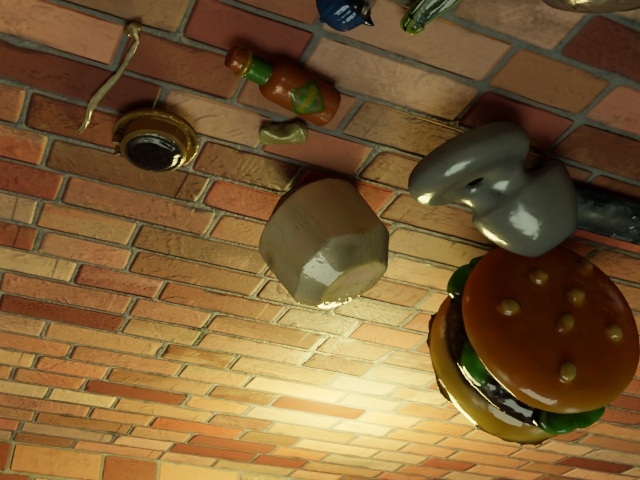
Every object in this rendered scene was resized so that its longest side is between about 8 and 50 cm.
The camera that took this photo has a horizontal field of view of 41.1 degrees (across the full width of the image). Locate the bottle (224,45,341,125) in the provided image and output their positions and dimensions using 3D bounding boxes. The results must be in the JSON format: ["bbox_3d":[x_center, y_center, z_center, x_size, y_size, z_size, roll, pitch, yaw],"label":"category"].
[{"bbox_3d":[-0.059,-0.237,1.287,0.187,0.069,0.069,22,141,-30],"label":"bottle"}]

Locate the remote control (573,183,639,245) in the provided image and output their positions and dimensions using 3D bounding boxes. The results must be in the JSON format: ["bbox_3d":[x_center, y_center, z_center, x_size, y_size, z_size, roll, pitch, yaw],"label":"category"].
[{"bbox_3d":[0.607,-0.032,1.642,0.378,0.044,0.107,13,149,-20],"label":"remote control"}]

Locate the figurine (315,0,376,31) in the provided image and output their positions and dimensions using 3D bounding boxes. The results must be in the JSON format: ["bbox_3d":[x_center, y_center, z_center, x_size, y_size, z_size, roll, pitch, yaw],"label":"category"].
[{"bbox_3d":[0.058,-0.337,1.127,0.086,0.087,0.149,47,135,-1],"label":"figurine"}]

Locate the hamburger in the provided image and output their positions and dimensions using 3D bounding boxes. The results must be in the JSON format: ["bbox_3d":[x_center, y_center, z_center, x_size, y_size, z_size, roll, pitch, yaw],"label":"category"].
[{"bbox_3d":[0.436,0.198,1.693,0.396,0.395,0.277,9,146,-14],"label":"hamburger"}]

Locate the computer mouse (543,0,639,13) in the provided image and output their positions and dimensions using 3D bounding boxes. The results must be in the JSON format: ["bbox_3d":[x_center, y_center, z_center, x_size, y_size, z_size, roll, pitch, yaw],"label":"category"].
[{"bbox_3d":[0.428,-0.386,1.019,0.200,0.114,0.389,19,143,-33],"label":"computer mouse"}]

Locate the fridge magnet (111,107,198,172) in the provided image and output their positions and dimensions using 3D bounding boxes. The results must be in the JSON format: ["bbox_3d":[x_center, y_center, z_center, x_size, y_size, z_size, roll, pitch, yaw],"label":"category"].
[{"bbox_3d":[-0.273,-0.162,1.406,0.143,0.063,0.143,2,145,1],"label":"fridge magnet"}]

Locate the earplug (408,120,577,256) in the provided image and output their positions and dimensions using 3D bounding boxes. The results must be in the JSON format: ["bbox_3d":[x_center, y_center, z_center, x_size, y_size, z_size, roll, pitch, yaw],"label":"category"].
[{"bbox_3d":[0.296,-0.087,1.428,0.326,0.175,0.214,23,139,-32],"label":"earplug"}]

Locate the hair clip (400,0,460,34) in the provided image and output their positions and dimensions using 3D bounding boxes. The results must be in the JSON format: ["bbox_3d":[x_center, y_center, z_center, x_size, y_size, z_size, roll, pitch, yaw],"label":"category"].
[{"bbox_3d":[0.185,-0.341,1.157,0.060,0.033,0.188,26,137,-38],"label":"hair clip"}]

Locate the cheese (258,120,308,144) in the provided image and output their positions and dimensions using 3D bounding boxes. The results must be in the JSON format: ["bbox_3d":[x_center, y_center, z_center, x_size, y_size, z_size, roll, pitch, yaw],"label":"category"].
[{"bbox_3d":[-0.062,-0.179,1.412,0.083,0.030,0.044,-1,154,12],"label":"cheese"}]

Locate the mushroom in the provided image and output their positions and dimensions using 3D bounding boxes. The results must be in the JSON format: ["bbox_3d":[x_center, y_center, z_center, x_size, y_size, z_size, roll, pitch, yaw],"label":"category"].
[{"bbox_3d":[-0.327,-0.244,1.319,0.028,0.025,0.286,29,141,-14],"label":"mushroom"}]

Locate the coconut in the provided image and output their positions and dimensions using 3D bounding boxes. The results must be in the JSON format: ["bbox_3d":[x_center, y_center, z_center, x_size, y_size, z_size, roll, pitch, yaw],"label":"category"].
[{"bbox_3d":[0.003,-0.001,1.538,0.241,0.241,0.241,0,148,0],"label":"coconut"}]
